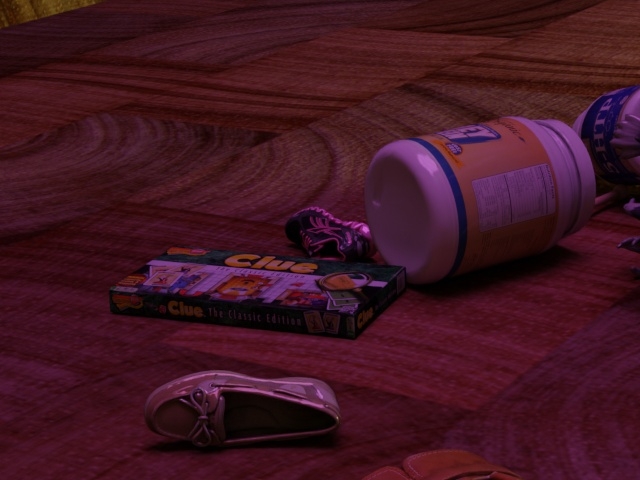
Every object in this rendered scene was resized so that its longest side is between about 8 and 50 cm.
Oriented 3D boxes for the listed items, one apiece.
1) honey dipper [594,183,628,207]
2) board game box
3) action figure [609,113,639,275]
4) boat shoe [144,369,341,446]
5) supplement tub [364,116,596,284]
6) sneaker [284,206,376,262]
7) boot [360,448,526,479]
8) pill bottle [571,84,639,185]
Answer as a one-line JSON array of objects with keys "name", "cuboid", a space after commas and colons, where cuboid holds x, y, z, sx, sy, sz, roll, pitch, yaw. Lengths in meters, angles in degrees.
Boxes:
[{"name": "honey dipper", "cuboid": [0.292, -0.039, 1.730, 0.030, 0.031, 0.160, 11, 22, 38]}, {"name": "board game box", "cuboid": [-0.060, 0.047, 1.541, 0.259, 0.030, 0.136, 5, 18, 23]}, {"name": "action figure", "cuboid": [0.345, -0.037, 1.512, 0.141, 0.164, 0.275, 10, 17, 28]}, {"name": "boat shoe", "cuboid": [-0.061, 0.135, 1.237, 0.153, 0.056, 0.048, 2, 13, -6]}, {"name": "supplement tub", "cuboid": [0.160, -0.045, 1.586, 0.199, 0.144, 0.144, -14, 21, -28]}, {"name": "sneaker", "cuboid": [0.000, 0.000, 1.655, 0.119, 0.047, 0.057, 12, 36, 43]}, {"name": "boot", "cuboid": [0.150, 0.190, 0.986, 0.283, 0.109, 0.220, -18, 18, -17]}, {"name": "pill bottle", "cuboid": [0.356, -0.118, 1.790, 0.112, 0.112, 0.186, -8, 2, -13]}]
